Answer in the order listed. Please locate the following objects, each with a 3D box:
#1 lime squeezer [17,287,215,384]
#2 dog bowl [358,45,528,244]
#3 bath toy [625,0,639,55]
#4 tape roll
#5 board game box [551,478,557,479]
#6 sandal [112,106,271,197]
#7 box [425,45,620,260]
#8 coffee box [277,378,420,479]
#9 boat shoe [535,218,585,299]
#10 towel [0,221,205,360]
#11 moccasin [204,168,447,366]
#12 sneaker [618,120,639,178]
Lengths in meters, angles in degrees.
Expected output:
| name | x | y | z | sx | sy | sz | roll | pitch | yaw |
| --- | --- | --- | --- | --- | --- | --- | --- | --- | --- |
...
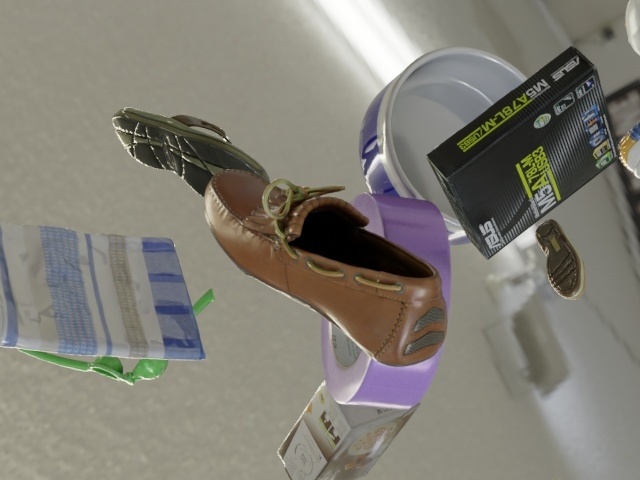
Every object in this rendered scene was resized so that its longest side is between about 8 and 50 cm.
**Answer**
| name | x | y | z | sx | sy | sz | roll | pitch | yaw |
| --- | --- | --- | --- | --- | --- | --- | --- | --- | --- |
| lime squeezer | -0.300 | 0.166 | 2.219 | 0.059 | 0.310 | 0.110 | 42 | -148 | -87 |
| dog bowl | 0.191 | -0.130 | 2.049 | 0.265 | 0.104 | 0.264 | 5 | -105 | -20 |
| bath toy | 0.593 | -0.382 | 2.320 | 0.348 | 0.151 | 0.129 | -29 | -102 | -36 |
| tape roll | 0.080 | 0.078 | 1.901 | 0.090 | 0.274 | 0.274 | 8 | -137 | -15 |
| board game box | 0.282 | 0.427 | 2.024 | 0.048 | 0.141 | 0.170 | 37 | -145 | 4 |
| sandal | -0.192 | -0.147 | 2.253 | 0.086 | 0.303 | 0.120 | -41 | -36 | -33 |
| box | 0.211 | -0.085 | 1.498 | 0.045 | 0.184 | 0.190 | 49 | 177 | 32 |
| coffee box | 0.042 | 0.304 | 2.372 | 0.141 | 0.246 | 0.098 | -14 | -119 | -32 |
| boat shoe | 0.439 | 0.041 | 2.604 | 0.072 | 0.068 | 0.190 | 40 | -153 | -34 |
| towel | -0.296 | 0.063 | 1.891 | 0.285 | 0.034 | 0.209 | 7 | -136 | -29 |
| moccasin | -0.003 | 0.001 | 1.689 | 0.139 | 0.147 | 0.380 | -13 | -147 | -31 |
| sneaker | 0.489 | -0.167 | 1.713 | 0.131 | 0.296 | 0.112 | 45 | -163 | 7 |
